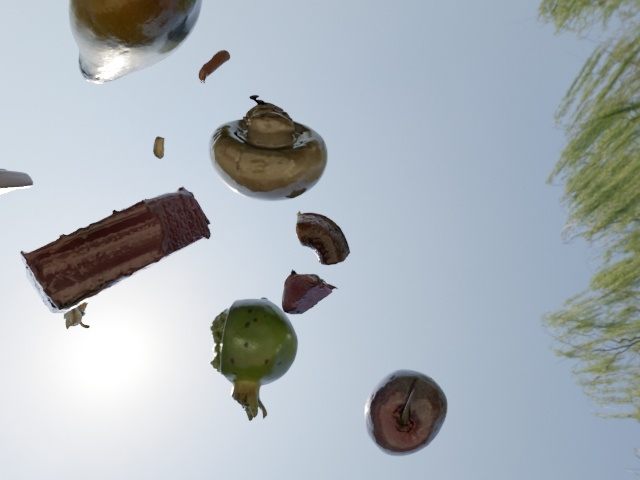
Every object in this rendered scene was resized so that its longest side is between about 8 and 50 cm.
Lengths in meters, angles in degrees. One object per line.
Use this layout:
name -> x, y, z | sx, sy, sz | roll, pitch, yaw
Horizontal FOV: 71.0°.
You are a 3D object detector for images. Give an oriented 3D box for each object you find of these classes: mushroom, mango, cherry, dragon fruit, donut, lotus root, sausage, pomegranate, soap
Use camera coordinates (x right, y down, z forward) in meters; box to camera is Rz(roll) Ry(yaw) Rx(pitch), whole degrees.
mushroom -> -0.153, -0.284, 1.347 | 0.362, 0.295, 0.362 | 6, -149, -3
mango -> -0.293, -0.342, 0.698 | 0.193, 0.316, 0.146 | -39, -81, -41
cherry -> 0.209, 0.420, 1.111 | 0.213, 0.266, 0.183 | -42, -111, 9
dragon fruit -> -0.043, 0.127, 1.221 | 0.147, 0.102, 0.096 | -37, -130, 16
donut -> 0.000, -0.010, 1.471 | 0.144, 0.126, 0.187 | -15, -72, 18
lotus root -> -0.569, -0.323, 1.575 | 0.037, 0.030, 0.083 | 6, -109, -28
sausage -> -0.323, -0.531, 1.359 | 0.036, 0.042, 0.158 | -15, -143, 45
pomegranate -> -0.185, 0.316, 1.246 | 0.260, 0.260, 0.341 | -6, -114, 4
soap -> -0.315, 0.008, 0.735 | 0.289, 0.182, 0.112 | -30, -78, -34

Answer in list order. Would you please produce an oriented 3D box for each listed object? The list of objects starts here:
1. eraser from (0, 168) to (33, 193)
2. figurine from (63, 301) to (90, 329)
eraser -> -0.515, -0.052, 0.548 | 0.204, 0.243, 0.059 | -25, -87, -4
figurine -> -0.580, 0.172, 1.070 | 0.047, 0.050, 0.083 | -30, -116, 22
